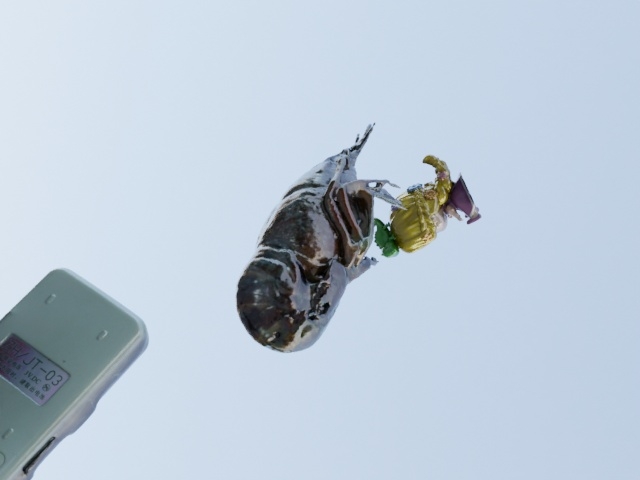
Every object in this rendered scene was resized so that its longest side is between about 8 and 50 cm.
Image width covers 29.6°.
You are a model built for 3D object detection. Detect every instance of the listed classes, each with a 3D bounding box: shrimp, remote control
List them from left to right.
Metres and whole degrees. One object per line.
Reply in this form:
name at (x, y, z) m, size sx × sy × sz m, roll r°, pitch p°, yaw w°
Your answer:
remote control at (-0.308, 0.163, 1.198) m, size 0.140 × 0.296 × 0.056 m, roll 31°, pitch -27°, yaw 21°
shrimp at (-0.001, 0.001, 1.416) m, size 0.137 × 0.372 × 0.172 m, roll 41°, pitch -45°, yaw -1°

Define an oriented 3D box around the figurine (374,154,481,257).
figurine at (0.137, -0.049, 1.726) m, size 0.156 × 0.095 × 0.115 m, roll -28°, pitch -83°, yaw 10°
